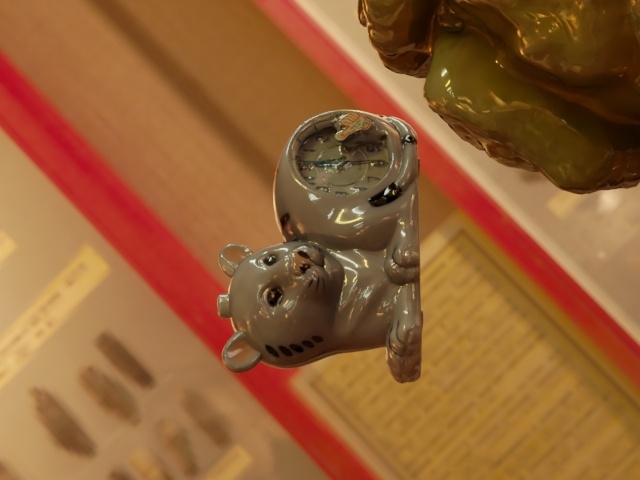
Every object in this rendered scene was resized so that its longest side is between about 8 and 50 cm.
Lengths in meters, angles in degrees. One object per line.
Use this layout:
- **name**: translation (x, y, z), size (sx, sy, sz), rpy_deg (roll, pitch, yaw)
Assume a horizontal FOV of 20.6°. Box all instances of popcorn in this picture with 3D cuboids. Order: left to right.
- **popcorn**: translation (0.092, -0.111, 0.538), size (0.173, 0.168, 0.195), rpy_deg (3, 19, 31)

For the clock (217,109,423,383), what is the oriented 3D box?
- **clock**: translation (0.000, 0.000, 1.023), size (0.080, 0.117, 0.176), rpy_deg (89, -178, -56)
